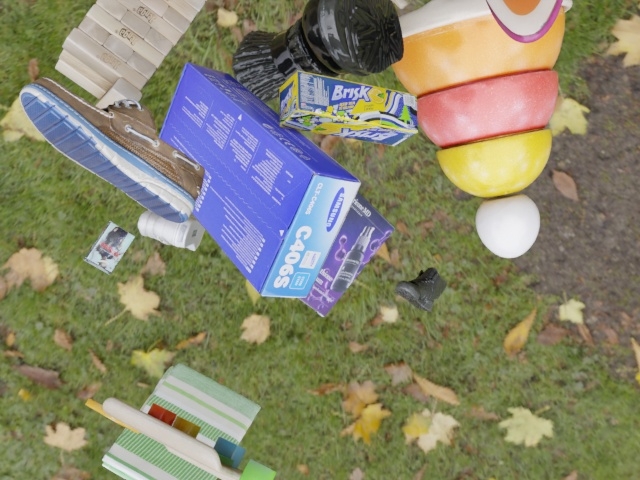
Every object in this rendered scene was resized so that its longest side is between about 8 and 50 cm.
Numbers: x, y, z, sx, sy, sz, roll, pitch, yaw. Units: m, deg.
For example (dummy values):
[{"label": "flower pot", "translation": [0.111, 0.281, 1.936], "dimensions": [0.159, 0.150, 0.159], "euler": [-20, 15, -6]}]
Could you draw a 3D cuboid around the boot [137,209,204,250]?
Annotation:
[{"label": "boot", "translation": [-0.345, -0.037, 1.791], "dimensions": [0.123, 0.258, 0.095], "euler": [19, 88, 1]}]

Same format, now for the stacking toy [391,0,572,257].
[{"label": "stacking toy", "translation": [0.315, -0.204, 1.422], "dimensions": [0.351, 0.350, 0.479], "euler": [-11, 97, 2]}]

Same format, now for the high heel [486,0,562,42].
[{"label": "high heel", "translation": [0.308, -0.394, 1.109], "dimensions": [0.127, 0.377, 0.181], "euler": [-5, 150, 24]}]

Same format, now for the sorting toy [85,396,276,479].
[{"label": "sorting toy", "translation": [-0.166, 0.259, 0.990], "dimensions": [0.348, 0.047, 0.196], "euler": [19, 158, 25]}]

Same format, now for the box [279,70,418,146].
[{"label": "box", "translation": [0.036, -0.162, 0.954], "dimensions": [0.169, 0.059, 0.054], "euler": [7, 75, -25]}]

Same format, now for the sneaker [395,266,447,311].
[{"label": "sneaker", "translation": [0.211, 0.090, 1.583], "dimensions": [0.170, 0.051, 0.089], "euler": [39, 70, -52]}]

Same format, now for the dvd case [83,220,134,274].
[{"label": "dvd case", "translation": [-0.543, 0.019, 1.973], "dimensions": [0.119, 0.013, 0.087], "euler": [-56, 136, -7]}]

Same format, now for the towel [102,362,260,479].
[{"label": "towel", "translation": [-0.319, 0.450, 1.785], "dimensions": [0.248, 0.325, 0.038], "euler": [27, 131, 6]}]

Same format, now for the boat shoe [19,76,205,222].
[{"label": "boat shoe", "translation": [-0.182, -0.091, 0.692], "dimensions": [0.066, 0.066, 0.183], "euler": [-4, 143, 47]}]

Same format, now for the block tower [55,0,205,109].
[{"label": "block tower", "translation": [-0.171, -0.296, 0.867], "dimensions": [0.097, 0.091, 0.335], "euler": [35, 68, -20]}]

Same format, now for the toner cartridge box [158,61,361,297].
[{"label": "toner cartridge box", "translation": [-0.101, -0.089, 0.994], "dimensions": [0.075, 0.348, 0.165], "euler": [6, 118, -40]}]

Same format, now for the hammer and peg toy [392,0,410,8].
[{"label": "hammer and peg toy", "translation": [0.145, -0.679, 1.708], "dimensions": [0.266, 0.361, 0.127], "euler": [43, 130, -16]}]

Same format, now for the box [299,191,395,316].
[{"label": "box", "translation": [0.000, 0.000, 1.317], "dimensions": [0.207, 0.108, 0.153], "euler": [-52, 133, -1]}]

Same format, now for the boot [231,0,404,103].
[{"label": "boot", "translation": [-0.029, -0.291, 1.166], "dimensions": [0.260, 0.348, 0.131], "euler": [-7, 96, 19]}]
